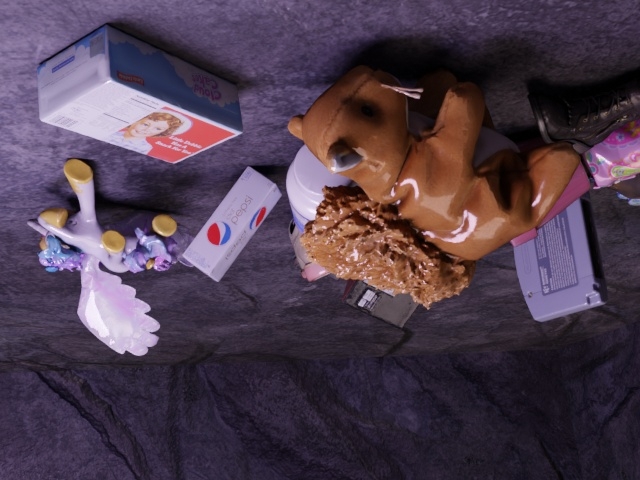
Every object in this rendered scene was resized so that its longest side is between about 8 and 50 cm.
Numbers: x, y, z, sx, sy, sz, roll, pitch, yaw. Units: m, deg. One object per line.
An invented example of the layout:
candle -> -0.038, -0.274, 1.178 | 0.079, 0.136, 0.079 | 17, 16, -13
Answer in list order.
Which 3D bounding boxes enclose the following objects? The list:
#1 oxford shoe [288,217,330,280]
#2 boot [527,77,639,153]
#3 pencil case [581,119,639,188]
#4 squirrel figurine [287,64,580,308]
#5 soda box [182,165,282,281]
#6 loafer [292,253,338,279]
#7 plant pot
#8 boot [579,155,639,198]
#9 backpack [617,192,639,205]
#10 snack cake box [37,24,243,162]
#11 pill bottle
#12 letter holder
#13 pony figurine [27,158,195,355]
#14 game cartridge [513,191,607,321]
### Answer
oxford shoe -> 0.000, 0.000, 2.021 | 0.140, 0.146, 0.397 | -25, -179, -4
boot -> 0.498, -0.243, 1.512 | 0.229, 0.091, 0.263 | -26, 159, 34
pencil case -> 0.625, -0.188, 1.639 | 0.284, 0.124, 0.124 | -19, 159, 28
squirrel figurine -> 0.120, -0.083, 1.387 | 0.370, 0.281, 0.397 | 14, 114, -33
soda box -> -0.167, -0.031, 1.699 | 0.069, 0.216, 0.074 | 34, 173, 16
loafer -> 0.063, 0.064, 2.286 | 0.267, 0.084, 0.096 | -2, 162, -15
plant pot -> 0.409, -0.115, 1.709 | 0.180, 0.201, 0.201 | -27, 159, 9
boot -> 0.576, -0.127, 1.773 | 0.106, 0.082, 0.219 | 0, -167, -14
backpack -> 0.710, -0.122, 1.952 | 0.105, 0.084, 0.114 | 0, 165, -11
snack cake box -> -0.258, -0.204, 1.297 | 0.152, 0.089, 0.264 | -20, 159, 32
pill bottle -> 0.015, -0.091, 1.661 | 0.152, 0.152, 0.272 | -7, 162, 1
letter holder -> 0.191, 0.004, 1.950 | 0.152, 0.214, 0.302 | 25, 128, -7
pony figurine -> -0.403, 0.018, 1.732 | 0.351, 0.303, 0.363 | 32, 154, -12
game cartridge -> 0.527, 0.023, 1.984 | 0.062, 0.297, 0.198 | 10, 157, -34
